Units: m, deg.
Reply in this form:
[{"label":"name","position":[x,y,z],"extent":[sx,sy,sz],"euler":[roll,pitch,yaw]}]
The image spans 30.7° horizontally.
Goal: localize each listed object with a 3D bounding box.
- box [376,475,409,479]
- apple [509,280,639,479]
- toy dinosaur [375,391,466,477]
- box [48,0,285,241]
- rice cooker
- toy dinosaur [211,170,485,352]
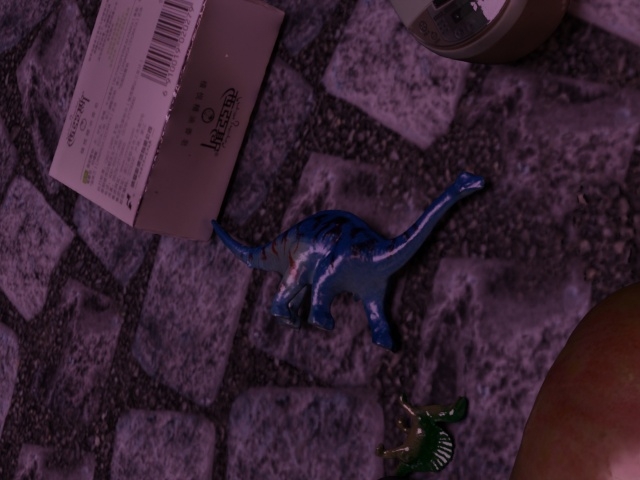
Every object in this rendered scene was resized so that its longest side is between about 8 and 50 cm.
[{"label":"box","position":[0.047,0.312,0.964],"extent":[0.212,0.042,0.201],"euler":[-46,52,29]},{"label":"apple","position":[0.234,0.149,0.652],"extent":[0.234,0.257,0.256],"euler":[17,94,35]},{"label":"toy dinosaur","position":[0.080,0.175,0.973],"extent":[0.060,0.029,0.119],"euler":[27,105,29]},{"label":"box","position":[-0.168,-0.153,1.239],"extent":[0.194,0.111,0.260],"euler":[29,105,46]},{"label":"rice cooker","position":[0.123,-0.238,0.942],"extent":[0.145,0.127,0.206],"euler":[-32,57,37]},{"label":"toy dinosaur","position":[0.005,0.028,1.047],"extent":[0.329,0.076,0.144],"euler":[-9,68,43]}]
